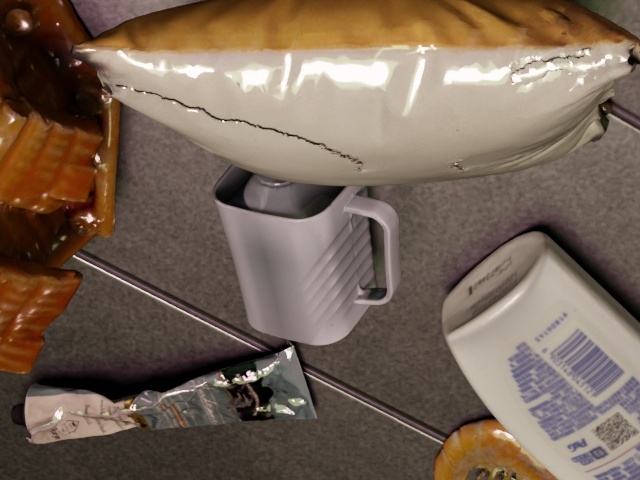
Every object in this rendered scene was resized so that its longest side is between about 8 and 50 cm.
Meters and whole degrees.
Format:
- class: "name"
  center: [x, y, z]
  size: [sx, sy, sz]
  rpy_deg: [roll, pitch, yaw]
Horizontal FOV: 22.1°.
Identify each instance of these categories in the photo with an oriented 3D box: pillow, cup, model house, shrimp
- class: "pillow"
  center: [0.036, -0.095, 1.026]
  size: [0.312, 0.310, 0.119]
  rpy_deg: [-1, 89, 7]
- class: "cup"
  center: [0.000, 0.000, 1.179]
  size: [0.128, 0.095, 0.129]
  rpy_deg: [12, 133, 26]
- class: "model house"
  center: [-0.228, -0.027, 1.106]
  size: [0.199, 0.229, 0.219]
  rpy_deg: [-35, 113, 23]
- class: "shrimp"
  center: [0.174, 0.216, 1.365]
  size: [0.178, 0.034, 0.124]
  rpy_deg: [31, 126, -13]

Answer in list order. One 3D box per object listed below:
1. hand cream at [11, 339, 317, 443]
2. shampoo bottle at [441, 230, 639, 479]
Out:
- class: "hand cream"
  center: [-0.132, 0.127, 1.337]
  size: [0.247, 0.052, 0.075]
  rpy_deg: [-10, 147, 7]
- class: "shampoo bottle"
  center: [0.241, 0.149, 1.277]
  size: [0.134, 0.078, 0.359]
  rpy_deg: [-40, 113, 20]
